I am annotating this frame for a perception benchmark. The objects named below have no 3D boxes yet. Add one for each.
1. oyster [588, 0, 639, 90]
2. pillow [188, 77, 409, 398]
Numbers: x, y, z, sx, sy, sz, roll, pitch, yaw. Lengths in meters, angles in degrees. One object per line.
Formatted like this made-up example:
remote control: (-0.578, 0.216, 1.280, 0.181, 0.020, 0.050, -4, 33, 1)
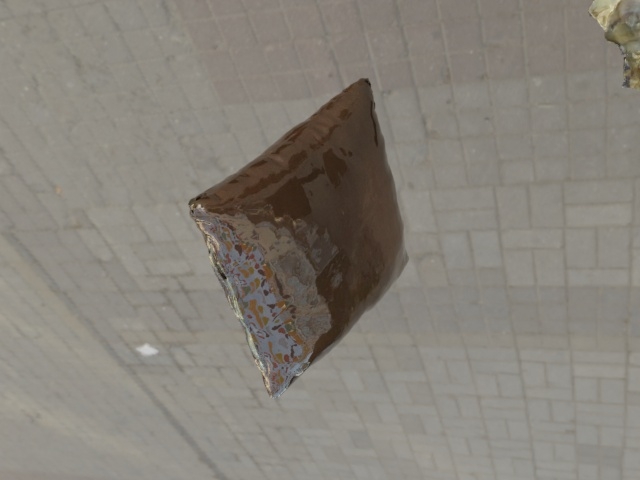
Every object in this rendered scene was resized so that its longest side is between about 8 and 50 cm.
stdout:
oyster: (0.607, -0.341, 1.157, 0.355, 0.201, 0.107, -3, 180, -13)
pillow: (0.000, 0.000, 0.923, 0.108, 0.305, 0.308, 19, 138, 41)
